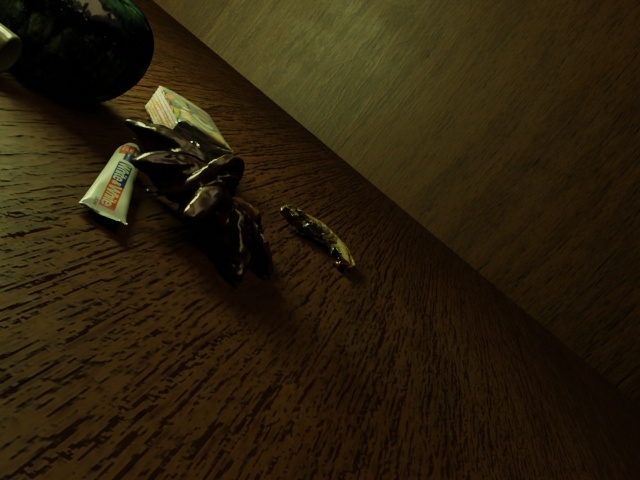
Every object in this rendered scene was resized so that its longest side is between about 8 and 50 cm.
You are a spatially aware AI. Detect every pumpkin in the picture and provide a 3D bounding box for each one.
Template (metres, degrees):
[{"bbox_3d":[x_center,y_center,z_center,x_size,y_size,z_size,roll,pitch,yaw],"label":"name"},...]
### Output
[{"bbox_3d":[-0.341,-0.296,0.980,0.233,0.163,0.233,38,14,-12],"label":"pumpkin"}]

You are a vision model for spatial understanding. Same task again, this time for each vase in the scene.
[{"bbox_3d":[-0.416,-0.251,0.860,0.100,0.053,0.053,36,13,1],"label":"vase"}]

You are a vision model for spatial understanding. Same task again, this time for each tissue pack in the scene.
[{"bbox_3d":[-0.217,-0.183,1.168,0.108,0.060,0.148,31,16,-38],"label":"tissue pack"}]

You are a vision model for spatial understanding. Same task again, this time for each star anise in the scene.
[{"bbox_3d":[-0.130,-0.067,0.895,0.272,0.102,0.272,48,10,-12],"label":"star anise"}]

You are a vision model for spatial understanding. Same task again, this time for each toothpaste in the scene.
[{"bbox_3d":[-0.230,-0.069,0.813,0.052,0.033,0.218,27,18,-17],"label":"toothpaste"}]

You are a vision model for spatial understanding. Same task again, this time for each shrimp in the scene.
[{"bbox_3d":[-0.001,0.001,1.226,0.178,0.034,0.124,32,20,-49],"label":"shrimp"}]
